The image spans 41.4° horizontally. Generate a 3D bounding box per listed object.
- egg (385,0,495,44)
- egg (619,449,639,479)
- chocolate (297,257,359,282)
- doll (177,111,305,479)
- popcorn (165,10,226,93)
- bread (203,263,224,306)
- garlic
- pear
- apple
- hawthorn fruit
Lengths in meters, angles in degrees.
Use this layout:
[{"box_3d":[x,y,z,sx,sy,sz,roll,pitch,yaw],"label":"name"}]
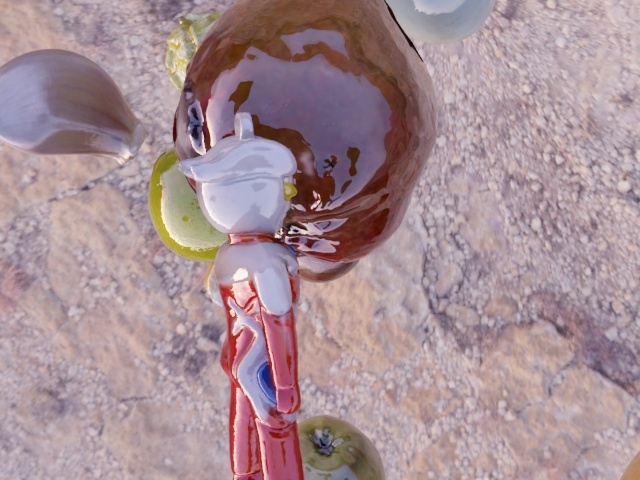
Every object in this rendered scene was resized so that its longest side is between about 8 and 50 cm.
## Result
[{"box_3d":[0.167,-0.498,1.466,0.230,0.230,0.371,-34,128,17],"label":"egg"},{"box_3d":[0.538,0.361,1.135,0.250,0.250,0.322,34,97,-3],"label":"egg"},{"box_3d":[0.000,0.000,1.477,0.176,0.177,0.177,2,108,7],"label":"chocolate"},{"box_3d":[-0.059,0.074,0.792,0.099,0.188,0.384,-10,103,-21],"label":"doll"},{"box_3d":[-0.167,-0.306,1.445,0.187,0.185,0.167,12,116,33],"label":"popcorn"},{"box_3d":[-0.167,0.049,1.544,0.082,0.106,0.125,35,96,0],"label":"bread"},{"box_3d":[-0.552,-0.246,1.704,0.231,0.340,0.246,-11,94,49],"label":"garlic"},{"box_3d":[-0.130,-0.055,1.179,0.216,0.180,0.166,8,146,1],"label":"pear"},{"box_3d":[0.017,0.504,1.779,0.262,0.262,0.263,2,108,7],"label":"apple"},{"box_3d":[-0.007,-0.143,0.950,0.308,0.308,0.325,26,89,-1],"label":"hawthorn fruit"}]
